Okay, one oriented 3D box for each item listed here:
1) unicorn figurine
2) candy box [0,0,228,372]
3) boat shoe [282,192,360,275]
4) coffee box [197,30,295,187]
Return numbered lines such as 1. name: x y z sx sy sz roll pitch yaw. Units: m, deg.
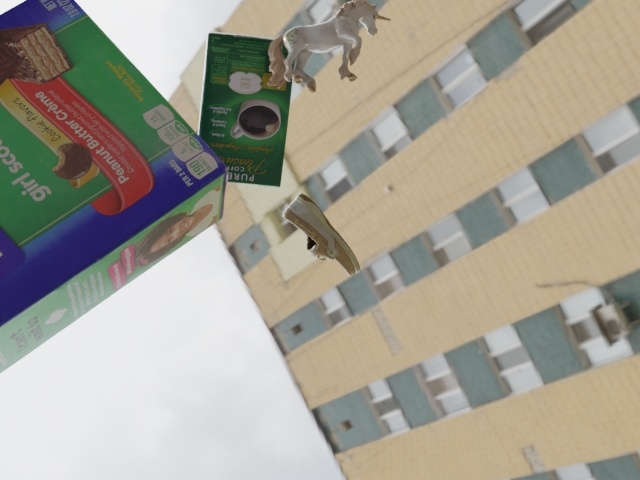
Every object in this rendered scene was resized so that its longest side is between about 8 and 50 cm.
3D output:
1. unicorn figurine: 0.014 -0.233 1.133 0.161 0.060 0.111 -5 -120 -4
2. candy box: -0.291 -0.049 0.891 0.317 0.122 0.268 -38 -105 -20
3. boat shoe: 0.000 0.000 1.235 0.045 0.050 0.135 -42 -67 -6
4. coffee box: -0.095 -0.162 1.200 0.113 0.040 0.184 3 -76 -12
